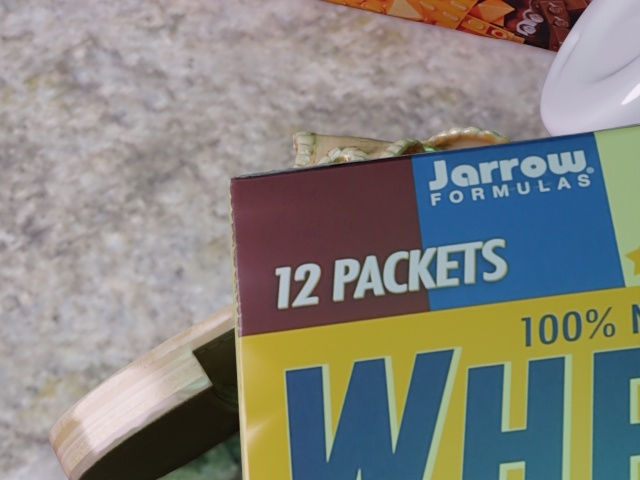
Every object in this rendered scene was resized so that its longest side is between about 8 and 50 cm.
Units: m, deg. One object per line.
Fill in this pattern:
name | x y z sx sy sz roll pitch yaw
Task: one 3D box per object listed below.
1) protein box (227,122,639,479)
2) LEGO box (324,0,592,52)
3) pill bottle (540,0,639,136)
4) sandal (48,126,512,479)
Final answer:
protein box | 0.063 0.106 0.379 0.136 0.201 0.200 -8 61 5
LEGO box | 0.070 -0.352 0.602 0.372 0.193 0.500 15 71 15
pill bottle | 0.162 -0.021 0.456 0.169 0.094 0.094 38 69 -16
sandal | -0.001 -0.002 0.511 0.240 0.088 0.079 -31 68 -2
